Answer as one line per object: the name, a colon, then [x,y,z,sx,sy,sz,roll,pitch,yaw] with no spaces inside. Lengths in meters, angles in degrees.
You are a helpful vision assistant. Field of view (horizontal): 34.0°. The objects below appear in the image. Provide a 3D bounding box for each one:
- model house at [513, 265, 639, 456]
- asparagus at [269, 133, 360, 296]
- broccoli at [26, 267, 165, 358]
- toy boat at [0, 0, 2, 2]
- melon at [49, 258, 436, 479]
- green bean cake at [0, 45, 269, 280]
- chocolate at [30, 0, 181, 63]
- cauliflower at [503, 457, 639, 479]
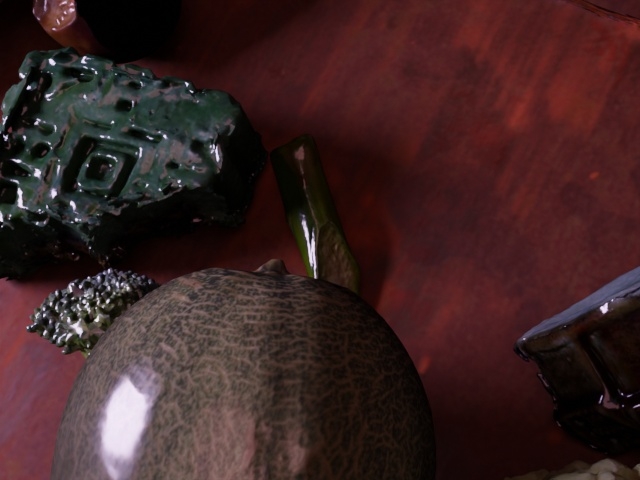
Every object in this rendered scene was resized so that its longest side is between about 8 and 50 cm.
model house: [0.248,0.097,0.758,0.165,0.106,0.152,-33,80,31]
asparagus: [0.000,0.000,0.837,0.045,0.041,0.178,-20,71,7]
broccoli: [-0.156,0.122,0.790,0.118,0.122,0.204,0,84,21]
toy boat: [-0.325,-0.241,0.885,0.321,0.089,0.121,-44,73,9]
melon: [-0.053,0.174,0.668,0.249,0.248,0.329,11,87,9]
green bean cake: [-0.164,-0.044,0.835,0.208,0.107,0.193,16,72,9]
chocolate: [-0.187,-0.220,0.891,0.124,0.127,0.133,-21,45,-13]
cauliflower: [0.179,0.269,0.609,0.281,0.260,0.327,36,99,20]
